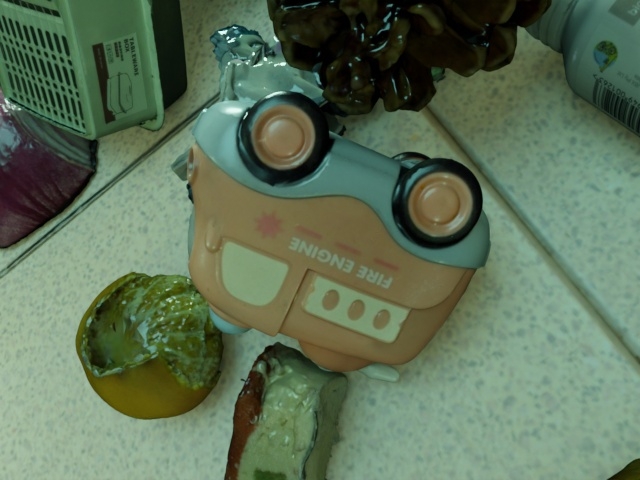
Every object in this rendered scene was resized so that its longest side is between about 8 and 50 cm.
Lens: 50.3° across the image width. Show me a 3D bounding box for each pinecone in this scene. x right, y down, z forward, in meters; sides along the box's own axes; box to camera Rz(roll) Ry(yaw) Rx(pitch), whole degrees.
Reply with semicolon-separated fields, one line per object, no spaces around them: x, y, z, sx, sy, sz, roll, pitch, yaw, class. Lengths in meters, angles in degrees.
0.062;-0.228;0.537;0.243;0.243;0.257;25;43;29;pinecone

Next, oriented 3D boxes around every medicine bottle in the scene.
0.280;-0.165;0.573;0.135;0.135;0.215;-45;61;4;medicine bottle

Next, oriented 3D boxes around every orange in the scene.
-0.173;0.104;0.691;0.156;0.134;0.157;-2;84;25;orange

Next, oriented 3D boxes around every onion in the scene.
-0.436;-0.125;0.902;0.247;0.111;0.250;-33;64;9;onion

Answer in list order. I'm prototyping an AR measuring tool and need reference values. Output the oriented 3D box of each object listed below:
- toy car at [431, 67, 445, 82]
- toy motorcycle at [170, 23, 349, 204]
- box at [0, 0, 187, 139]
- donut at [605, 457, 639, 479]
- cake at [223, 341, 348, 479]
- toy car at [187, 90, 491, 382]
0.133;-0.222;0.699;0.142;0.069;0.055;-38;58;8;toy car
-0.076;-0.154;0.753;0.239;0.108;0.204;-34;64;-18;toy motorcycle
-0.275;-0.274;0.779;0.220;0.291;0.166;24;42;28;box
0.222;0.192;0.358;0.360;0.360;0.170;-46;67;4;donut
-0.044;0.205;0.605;0.086;0.117;0.220;15;78;22;cake
0.000;0.000;0.593;0.270;0.180;0.212;23;98;-4;toy car
